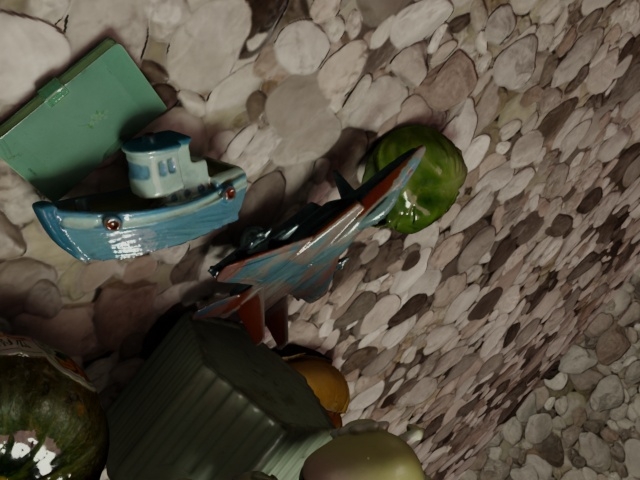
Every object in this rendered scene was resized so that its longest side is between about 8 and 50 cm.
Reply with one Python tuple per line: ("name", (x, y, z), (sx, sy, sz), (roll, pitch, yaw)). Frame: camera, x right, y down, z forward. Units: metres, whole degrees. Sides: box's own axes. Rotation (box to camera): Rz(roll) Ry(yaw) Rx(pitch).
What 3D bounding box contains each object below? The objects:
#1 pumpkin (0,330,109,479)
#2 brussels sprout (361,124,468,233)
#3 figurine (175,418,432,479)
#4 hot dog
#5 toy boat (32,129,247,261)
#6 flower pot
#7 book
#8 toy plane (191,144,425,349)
("pumpkin", (-0.333, 0.202, 0.728), (0.260, 0.189, 0.260), (-14, 112, -38))
("brussels sprout", (0.127, -0.081, 1.035), (0.181, 0.100, 0.139), (-14, 118, -26))
("figurine", (-0.036, 0.291, 0.761), (0.395, 0.226, 0.275), (-18, 180, -30))
("hot dog", (-0.049, 0.262, 1.198), (0.326, 0.107, 0.194), (10, 119, -54))
("toy boat", (-0.160, -0.052, 0.732), (0.215, 0.088, 0.102), (-23, 119, -39))
("flower pot", (-0.126, 0.226, 0.967), (0.189, 0.239, 0.209), (-53, 178, 8))
("book", (-0.206, -0.102, 0.678), (0.135, 0.017, 0.103), (-42, 151, -6))
("toy plane", (-0.004, -0.005, 0.940), (0.326, 0.104, 0.223), (-49, 149, 12))
